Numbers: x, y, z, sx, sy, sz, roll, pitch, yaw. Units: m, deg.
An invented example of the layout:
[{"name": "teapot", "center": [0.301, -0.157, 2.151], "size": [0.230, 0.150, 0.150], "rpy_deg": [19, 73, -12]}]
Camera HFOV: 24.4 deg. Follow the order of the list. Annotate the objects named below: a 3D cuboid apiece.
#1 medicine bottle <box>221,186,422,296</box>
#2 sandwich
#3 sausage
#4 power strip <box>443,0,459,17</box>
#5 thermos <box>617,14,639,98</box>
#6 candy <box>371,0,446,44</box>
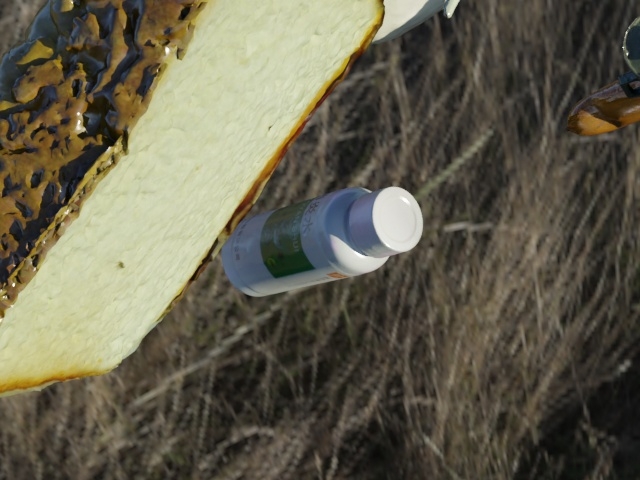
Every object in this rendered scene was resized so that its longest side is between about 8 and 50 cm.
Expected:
[{"name": "medicine bottle", "center": [0.000, 0.000, 1.580], "size": [0.260, 0.095, 0.095], "rpy_deg": [-13, 41, 50]}, {"name": "sandwich", "center": [-0.095, -0.059, 0.790], "size": [0.099, 0.271, 0.301], "rpy_deg": [37, 98, 10]}, {"name": "sausage", "center": [0.350, -0.158, 1.636], "size": [0.183, 0.062, 0.054], "rpy_deg": [-23, 41, 44]}, {"name": "power strip", "center": [0.140, -0.243, 1.124], "size": [0.042, 0.075, 0.175], "rpy_deg": [35, 85, -11]}, {"name": "thermos", "center": [0.341, -0.159, 1.433], "size": [0.083, 0.188, 0.073], "rpy_deg": [-45, 68, 8]}, {"name": "candy", "center": [0.056, -0.350, 1.506], "size": [0.185, 0.295, 0.295], "rpy_deg": [-16, 40, 49]}]
